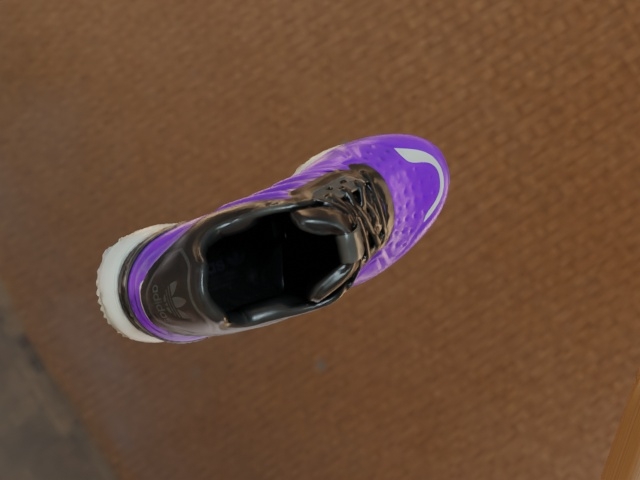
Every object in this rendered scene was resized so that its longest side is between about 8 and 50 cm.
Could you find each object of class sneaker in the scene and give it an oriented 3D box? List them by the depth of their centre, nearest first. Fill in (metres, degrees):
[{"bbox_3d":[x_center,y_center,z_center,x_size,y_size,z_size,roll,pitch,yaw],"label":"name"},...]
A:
[{"bbox_3d":[0.000,0.001,1.269,0.146,0.293,0.102,-6,107,58],"label":"sneaker"}]

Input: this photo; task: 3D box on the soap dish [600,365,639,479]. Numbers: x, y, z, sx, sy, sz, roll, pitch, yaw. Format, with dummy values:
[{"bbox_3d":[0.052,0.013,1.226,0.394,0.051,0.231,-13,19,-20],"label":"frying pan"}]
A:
[{"bbox_3d":[0.227,0.164,0.860,0.229,0.291,0.118,32,161,-27],"label":"soap dish"}]
